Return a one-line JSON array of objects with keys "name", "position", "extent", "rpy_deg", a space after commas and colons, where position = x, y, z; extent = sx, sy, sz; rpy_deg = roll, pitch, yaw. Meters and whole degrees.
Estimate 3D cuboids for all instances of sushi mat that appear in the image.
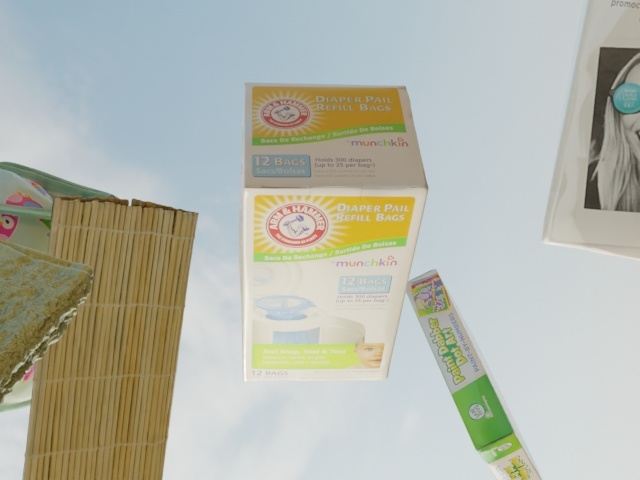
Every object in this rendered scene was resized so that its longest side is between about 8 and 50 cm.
[{"name": "sushi mat", "position": [-0.188, 0.119, 0.750], "extent": [0.151, 0.019, 0.317], "rpy_deg": [3, -83, -45]}]

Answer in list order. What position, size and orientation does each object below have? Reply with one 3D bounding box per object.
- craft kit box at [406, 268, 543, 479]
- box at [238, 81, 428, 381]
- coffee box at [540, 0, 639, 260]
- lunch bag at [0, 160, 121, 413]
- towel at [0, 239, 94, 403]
[{"name": "craft kit box", "position": [0.207, 0.198, 1.111], "extent": [0.246, 0.061, 0.250], "rpy_deg": [50, -165, -51]}, {"name": "box", "position": [0.000, 0.000, 0.586], "extent": [0.203, 0.114, 0.103], "rpy_deg": [96, 172, -46]}, {"name": "coffee box", "position": [0.383, -0.175, 0.668], "extent": [0.337, 0.338, 0.334], "rpy_deg": [-50, -32, -63]}, {"name": "lunch bag", "position": [-0.312, 0.041, 0.756], "extent": [0.262, 0.160, 0.223], "rpy_deg": [7, -73, -55]}, {"name": "towel", "position": [-0.171, 0.044, 0.344], "extent": [0.148, 0.110, 0.027], "rpy_deg": [-61, -19, -51]}]
